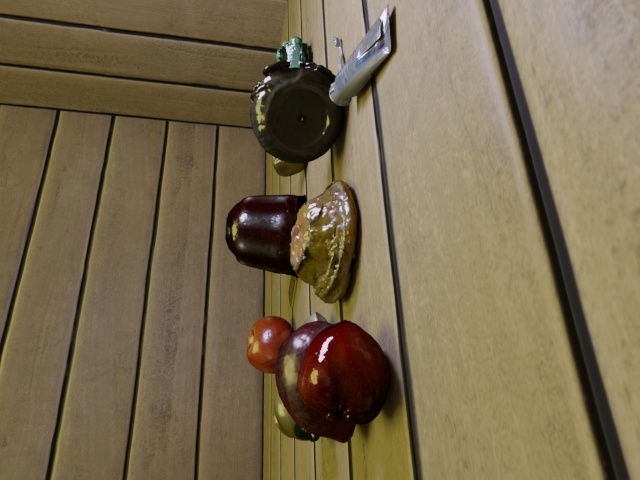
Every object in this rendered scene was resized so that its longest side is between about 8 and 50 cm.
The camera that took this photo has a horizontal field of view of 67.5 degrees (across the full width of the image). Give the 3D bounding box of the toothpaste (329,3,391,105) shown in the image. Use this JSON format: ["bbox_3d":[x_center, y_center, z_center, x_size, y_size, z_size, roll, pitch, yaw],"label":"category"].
[{"bbox_3d":[0.101,-0.421,1.144,0.299,0.073,0.114,147,126,-67],"label":"toothpaste"}]

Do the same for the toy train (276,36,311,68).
[{"bbox_3d":[-0.124,-0.700,2.132,0.237,0.150,0.369,-99,14,-77],"label":"toy train"}]

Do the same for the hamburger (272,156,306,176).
[{"bbox_3d":[-0.129,-0.359,2.057,0.185,0.159,0.131,55,-155,-63],"label":"hamburger"}]

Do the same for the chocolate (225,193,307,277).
[{"bbox_3d":[-0.239,-0.036,2.057,0.383,0.331,0.383,-175,90,-77],"label":"chocolate"}]

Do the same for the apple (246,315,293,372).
[{"bbox_3d":[-0.224,0.467,2.158,0.272,0.206,0.251,-102,22,-55],"label":"apple"}]

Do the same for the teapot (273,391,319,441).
[{"bbox_3d":[-0.036,0.465,1.394,0.182,0.173,0.269,-45,27,25],"label":"teapot"}]

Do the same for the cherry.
[{"bbox_3d":[-0.001,0.321,1.117,0.230,0.203,0.300,110,146,-52],"label":"cherry"}]

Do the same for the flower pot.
[{"bbox_3d":[-0.074,-0.392,1.443,0.213,0.302,0.302,-117,32,-70],"label":"flower pot"}]

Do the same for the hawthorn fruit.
[{"bbox_3d":[0.048,0.252,0.949,0.185,0.185,0.202,105,172,-47],"label":"hawthorn fruit"}]

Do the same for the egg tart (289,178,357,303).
[{"bbox_3d":[0.000,0.000,1.326,0.352,0.150,0.352,-175,90,-75],"label":"egg tart"}]

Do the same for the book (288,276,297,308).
[{"bbox_3d":[-0.130,0.216,2.227,0.118,0.012,0.172,-103,20,-54],"label":"book"}]

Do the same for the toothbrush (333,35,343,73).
[{"bbox_3d":[0.062,-0.528,1.441,0.021,0.027,0.269,127,144,-48],"label":"toothbrush"}]

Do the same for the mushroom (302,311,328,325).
[{"bbox_3d":[-0.015,0.303,1.464,0.097,0.088,0.212,40,141,34],"label":"mushroom"}]
